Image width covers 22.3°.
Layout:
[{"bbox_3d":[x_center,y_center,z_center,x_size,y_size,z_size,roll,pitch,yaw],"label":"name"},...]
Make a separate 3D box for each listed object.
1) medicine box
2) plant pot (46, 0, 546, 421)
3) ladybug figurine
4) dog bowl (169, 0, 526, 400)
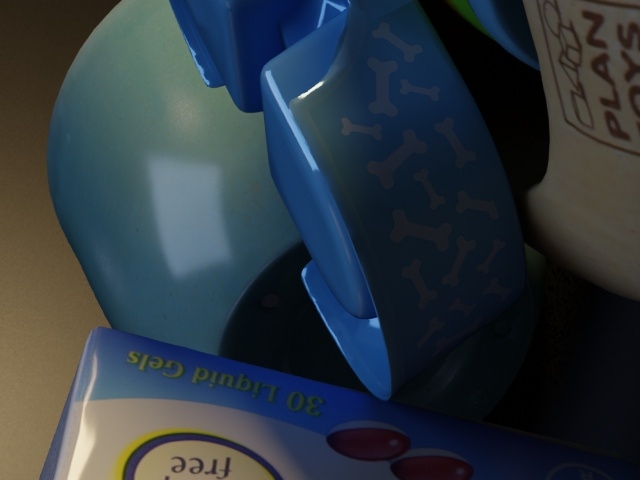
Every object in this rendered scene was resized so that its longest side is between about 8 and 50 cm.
[{"bbox_3d":[-0.002,0.207,0.647,0.289,0.263,0.149,-87,16,-52],"label":"medicine box"},{"bbox_3d":[0.000,0.000,0.962,0.235,0.293,0.293,-117,41,-53],"label":"plant pot"},{"bbox_3d":[0.108,-0.141,0.663,0.449,0.162,0.305,-128,18,-60],"label":"ladybug figurine"},{"bbox_3d":[-0.002,-0.077,0.713,0.166,0.074,0.297,87,158,-66],"label":"dog bowl"}]
